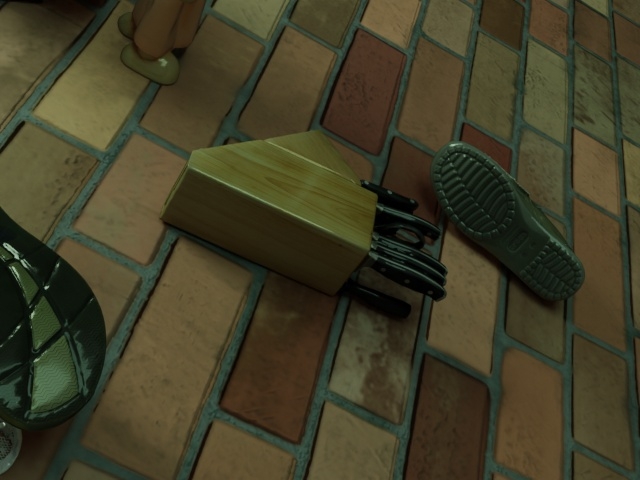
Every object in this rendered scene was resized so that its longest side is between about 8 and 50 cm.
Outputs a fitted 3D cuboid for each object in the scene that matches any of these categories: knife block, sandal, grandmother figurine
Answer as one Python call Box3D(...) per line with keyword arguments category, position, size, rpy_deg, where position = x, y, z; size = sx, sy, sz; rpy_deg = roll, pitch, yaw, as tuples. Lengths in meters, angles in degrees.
Box3D(category="knife block", position=(0.000, 0.000, 1.008), size=(0.276, 0.088, 0.242), rpy_deg=(-15, 61, -43))
Box3D(category="sandal", position=(-0.280, 0.045, 0.785), size=(0.120, 0.086, 0.303), rpy_deg=(-19, 49, -38))
Box3D(category="grandmother figurine", position=(-0.138, -0.352, 1.048), size=(0.104, 0.342, 0.208), rpy_deg=(2, 52, -33))

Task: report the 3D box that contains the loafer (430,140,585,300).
Box3D(category="loafer", position=(0.240, -0.026, 1.214), size=(0.251, 0.094, 0.087), rpy_deg=(49, 17, 1))

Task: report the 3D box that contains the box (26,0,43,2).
Box3D(category="box", position=(-0.361, -0.329, 1.095), size=(0.062, 0.052, 0.083), rpy_deg=(-4, 53, -37))

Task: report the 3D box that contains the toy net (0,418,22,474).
Box3D(category="toy net", position=(-0.239, 0.195, 0.693), size=(0.122, 0.045, 0.232), rpy_deg=(4, 50, -31))
